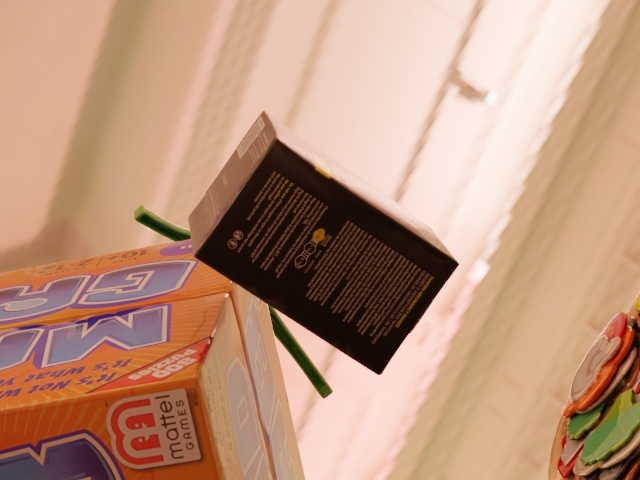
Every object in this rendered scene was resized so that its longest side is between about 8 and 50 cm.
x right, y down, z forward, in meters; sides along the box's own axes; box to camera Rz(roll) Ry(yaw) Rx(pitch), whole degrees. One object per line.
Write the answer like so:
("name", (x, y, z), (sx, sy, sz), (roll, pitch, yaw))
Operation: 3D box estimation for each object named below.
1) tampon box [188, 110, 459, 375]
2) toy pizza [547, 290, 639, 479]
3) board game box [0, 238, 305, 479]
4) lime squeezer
("tampon box", (0.000, 0.000, 1.346), (0.101, 0.161, 0.120), (-55, 13, 7))
("toy pizza", (0.169, 0.058, 0.921), (0.201, 0.032, 0.201), (-52, 12, 16))
("board game box", (-0.206, 0.234, 1.486), (0.356, 0.356, 0.356), (-78, -23, -73))
("lime squeezer", (-0.089, 0.042, 1.985), (0.059, 0.110, 0.310), (-45, -62, -3))
